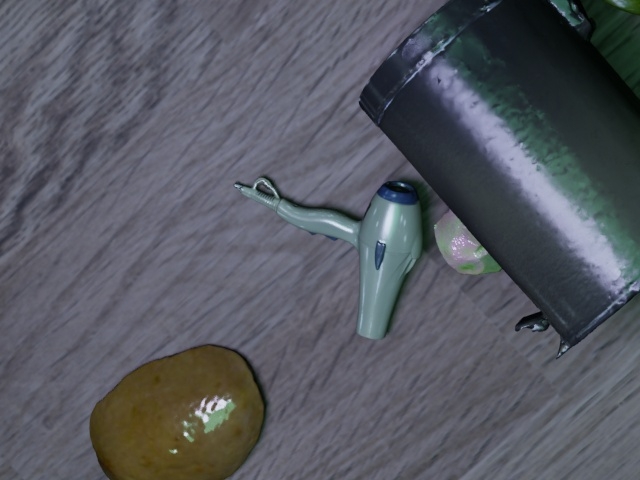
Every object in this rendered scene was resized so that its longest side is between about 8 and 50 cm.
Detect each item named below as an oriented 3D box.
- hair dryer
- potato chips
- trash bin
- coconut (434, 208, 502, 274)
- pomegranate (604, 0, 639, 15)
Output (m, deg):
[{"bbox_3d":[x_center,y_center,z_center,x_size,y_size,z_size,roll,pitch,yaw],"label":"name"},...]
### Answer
[{"bbox_3d":[0.008,0.019,1.531,0.199,0.067,0.167,2,107,18],"label":"hair dryer"},{"bbox_3d":[-0.155,0.199,1.585,0.202,0.049,0.150,-22,92,17],"label":"potato chips"},{"bbox_3d":[0.207,-0.079,1.372,0.252,0.203,0.301,-42,81,17],"label":"trash bin"},{"bbox_3d":[0.156,-0.004,1.488,0.081,0.083,0.082,50,128,7],"label":"coconut"},{"bbox_3d":[0.308,-0.307,1.329,0.216,0.309,0.358,-4,136,26],"label":"pomegranate"}]
